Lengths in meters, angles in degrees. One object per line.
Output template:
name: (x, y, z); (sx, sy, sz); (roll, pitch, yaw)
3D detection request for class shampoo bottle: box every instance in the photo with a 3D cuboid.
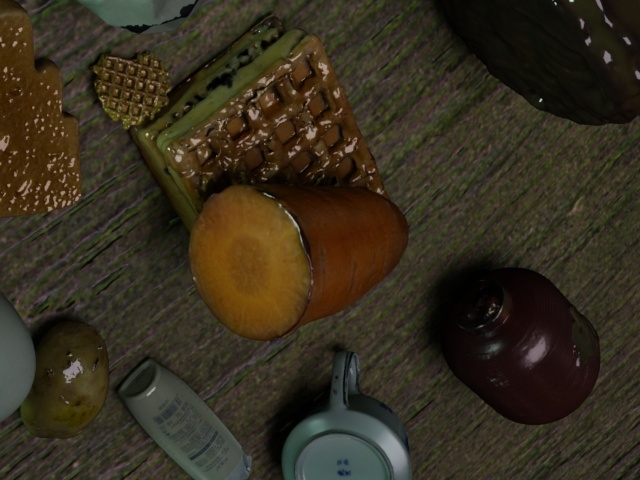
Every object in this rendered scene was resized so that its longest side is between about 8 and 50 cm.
shampoo bottle: (-0.152, 0.217, 1.719); (0.072, 0.049, 0.212); (-47, 133, -14)

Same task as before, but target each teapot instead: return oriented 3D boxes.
teapot: (0.039, 0.248, 1.842); (0.159, 0.159, 0.232); (-21, 115, -29)

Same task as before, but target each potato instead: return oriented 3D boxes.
potato: (-0.265, 0.151, 1.575); (0.091, 0.070, 0.138); (-5, 116, -36)

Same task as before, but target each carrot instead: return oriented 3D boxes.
carrot: (0.000, 0.000, 1.550); (0.225, 0.159, 0.159); (-18, 124, -44)

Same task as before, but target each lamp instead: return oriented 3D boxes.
lamp: (0.253, 0.129, 1.924); (0.180, 0.180, 0.258); (-51, 132, -5)

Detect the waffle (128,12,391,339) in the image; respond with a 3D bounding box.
waffle: (-0.046, -0.062, 1.625); (0.213, 0.091, 0.308); (-40, 132, -15)

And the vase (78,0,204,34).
vase: (-0.088, -0.350, 1.327); (0.360, 0.165, 0.165); (-46, 137, 19)

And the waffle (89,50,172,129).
waffle: (-0.186, -0.154, 1.500); (0.085, 0.016, 0.078); (-25, 108, -31)

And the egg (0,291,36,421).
egg: (-0.374, 0.098, 1.382); (0.264, 0.183, 0.183); (28, 94, -51)

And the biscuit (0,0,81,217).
biscuit: (-0.311, -0.104, 1.423); (0.212, 0.041, 0.239); (-55, 135, -10)

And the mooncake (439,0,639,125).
mooncake: (0.268, -0.270, 1.614); (0.187, 0.324, 0.324); (-44, 133, -10)
